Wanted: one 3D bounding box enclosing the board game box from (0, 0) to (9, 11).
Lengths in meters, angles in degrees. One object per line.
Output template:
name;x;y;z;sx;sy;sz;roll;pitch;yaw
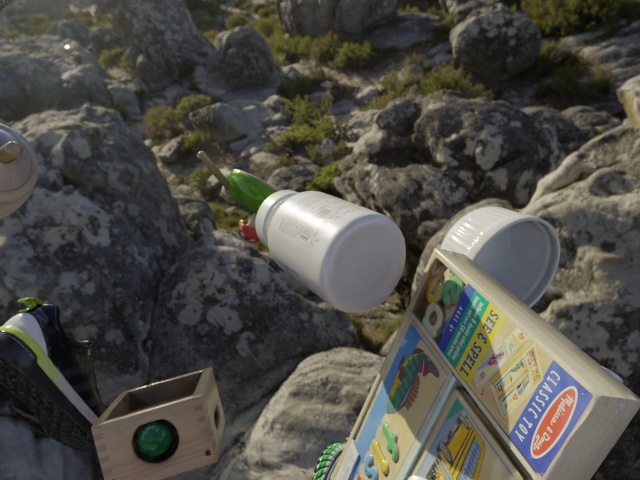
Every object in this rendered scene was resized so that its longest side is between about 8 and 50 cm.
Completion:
board game box;-0.746;-0.581;0.928;0.065;0.318;0.319;18;53;-19

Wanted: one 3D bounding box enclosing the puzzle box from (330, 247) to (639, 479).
puzzle box;0.132;0.246;0.518;0.052;0.409;0.272;13;19;-20

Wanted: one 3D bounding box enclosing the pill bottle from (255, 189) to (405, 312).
pill bottle;0.000;0.000;0.639;0.131;0.131;0.229;-38;33;-17

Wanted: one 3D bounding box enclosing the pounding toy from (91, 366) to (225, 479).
pounding toy;-0.175;0.219;0.482;0.130;0.100;0.141;-14;2;-9

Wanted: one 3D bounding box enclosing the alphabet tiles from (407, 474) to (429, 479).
alphabet tiles;0.018;0.298;0.341;0.278;0.284;0.021;-36;88;-21

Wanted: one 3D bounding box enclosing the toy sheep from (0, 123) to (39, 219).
toy sheep;-0.272;-0.053;0.353;0.132;0.091;0.091;-5;48;29

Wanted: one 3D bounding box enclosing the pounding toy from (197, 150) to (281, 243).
pounding toy;-0.146;-0.059;0.908;0.236;0.183;0.110;27;83;21

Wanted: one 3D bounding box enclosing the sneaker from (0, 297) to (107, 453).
sneaker;-0.299;0.169;0.551;0.084;0.235;0.097;-3;35;20

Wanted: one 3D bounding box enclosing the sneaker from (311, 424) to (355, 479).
sneaker;0.092;0.522;1.015;0.146;0.134;0.343;13;19;34

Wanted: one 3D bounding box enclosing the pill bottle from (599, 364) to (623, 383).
pill bottle;0.491;0.347;0.870;0.124;0.124;0.222;27;80;34

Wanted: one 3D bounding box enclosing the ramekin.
ramekin;0.315;0.037;0.821;0.207;0.207;0.109;-28;31;-9
